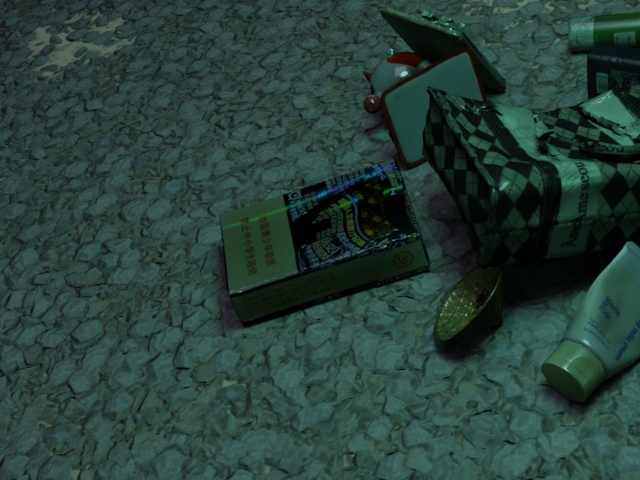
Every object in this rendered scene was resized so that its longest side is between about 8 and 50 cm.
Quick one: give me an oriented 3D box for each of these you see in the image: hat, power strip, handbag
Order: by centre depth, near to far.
[{"bbox_3d":[0.230,0.100,1.357,0.146,0.067,0.146,-50,11,14],"label":"hat"},{"bbox_3d":[0.379,-0.121,1.403,0.416,0.180,0.316,-7,37,-10],"label":"handbag"},{"bbox_3d":[0.228,-0.359,1.721,0.198,0.213,0.064,31,87,40],"label":"power strip"}]

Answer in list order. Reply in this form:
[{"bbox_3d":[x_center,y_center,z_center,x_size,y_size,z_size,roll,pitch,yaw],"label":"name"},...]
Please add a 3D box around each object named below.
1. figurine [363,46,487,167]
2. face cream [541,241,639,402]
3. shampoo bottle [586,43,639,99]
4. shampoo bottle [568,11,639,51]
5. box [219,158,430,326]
[{"bbox_3d":[0.155,-0.267,1.716,0.183,0.160,0.226,-29,33,-9],"label":"figurine"},{"bbox_3d":[0.384,0.108,1.265,0.224,0.070,0.114,-42,88,-20],"label":"face cream"},{"bbox_3d":[0.583,-0.246,1.543,0.309,0.098,0.071,17,46,35],"label":"shampoo bottle"},{"bbox_3d":[0.549,-0.373,1.718,0.205,0.065,0.065,0,46,24],"label":"shampoo bottle"},{"bbox_3d":[0.000,0.000,1.530,0.310,0.084,0.198,-17,41,4],"label":"box"}]
